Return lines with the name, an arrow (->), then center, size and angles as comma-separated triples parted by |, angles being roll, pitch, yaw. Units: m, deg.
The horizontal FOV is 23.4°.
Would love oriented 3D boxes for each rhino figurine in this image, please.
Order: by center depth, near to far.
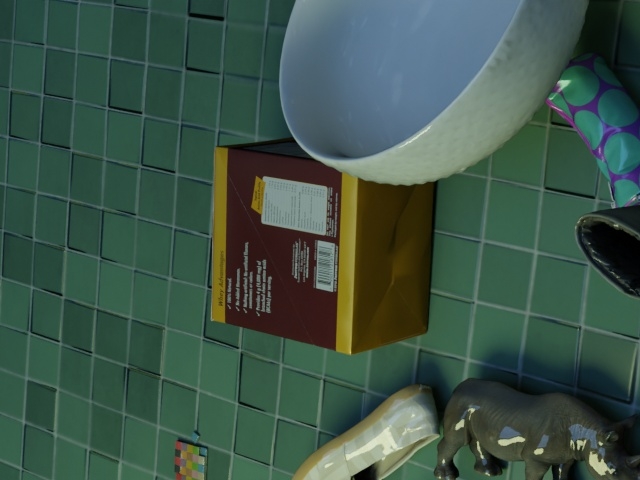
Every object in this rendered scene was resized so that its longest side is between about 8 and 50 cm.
rhino figurine -> 0.218, 0.195, 1.486 | 0.243, 0.073, 0.106 | 7, 102, 38

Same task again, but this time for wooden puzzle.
wooden puzzle -> -0.155, 0.268, 1.850 | 0.049, 0.006, 0.083 | 9, 101, 39

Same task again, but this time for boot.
boot -> 0.337, 0.015, 1.276 | 0.189, 0.208, 0.076 | 31, 114, 34

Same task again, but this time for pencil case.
pencil case -> 0.267, -0.096, 1.418 | 0.070, 0.064, 0.152 | -32, 71, 8

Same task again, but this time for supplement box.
supplement box -> 0.000, 0.000, 1.606 | 0.194, 0.129, 0.191 | 11, 105, 39

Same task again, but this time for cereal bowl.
cereal bowl -> 0.122, -0.199, 1.442 | 0.339, 0.141, 0.339 | -31, 46, 39

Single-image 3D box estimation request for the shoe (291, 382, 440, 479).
shoe -> 0.045, 0.231, 1.632 | 0.219, 0.076, 0.058 | -43, 63, 32
